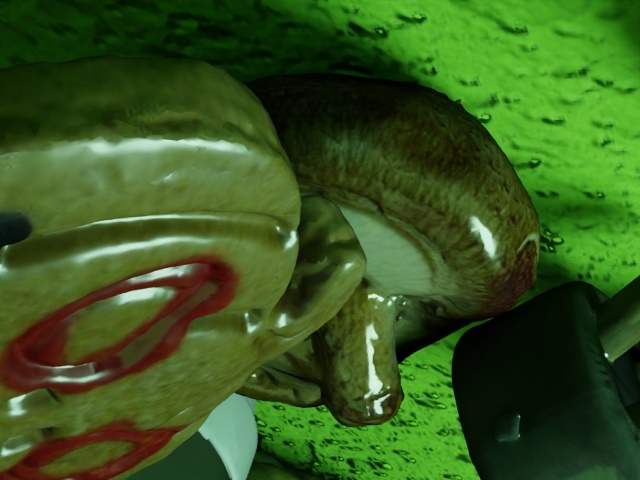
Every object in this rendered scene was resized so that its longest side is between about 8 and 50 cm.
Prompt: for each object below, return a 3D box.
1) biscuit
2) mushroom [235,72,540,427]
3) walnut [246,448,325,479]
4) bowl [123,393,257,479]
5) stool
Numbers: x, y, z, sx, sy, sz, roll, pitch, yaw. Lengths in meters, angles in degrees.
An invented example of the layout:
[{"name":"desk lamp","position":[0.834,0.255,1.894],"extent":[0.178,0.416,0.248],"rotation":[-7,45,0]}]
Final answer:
[{"name":"biscuit","position":[-0.127,0.050,0.628],"extent":[0.314,0.063,0.367],"rotation":[-10,154,-19]},{"name":"mushroom","position":[0.005,-0.009,0.777],"extent":[0.231,0.138,0.194],"rotation":[-24,111,35]},{"name":"walnut","position":[-0.048,0.300,1.110],"extent":[0.253,0.282,0.277],"rotation":[-16,-175,-3]},{"name":"bowl","position":[-0.162,0.063,0.958],"extent":[0.287,0.144,0.287],"rotation":[16,148,11]},{"name":"stool","position":[0.167,0.088,0.806],"extent":[0.139,0.228,0.153],"rotation":[-30,91,22]}]
